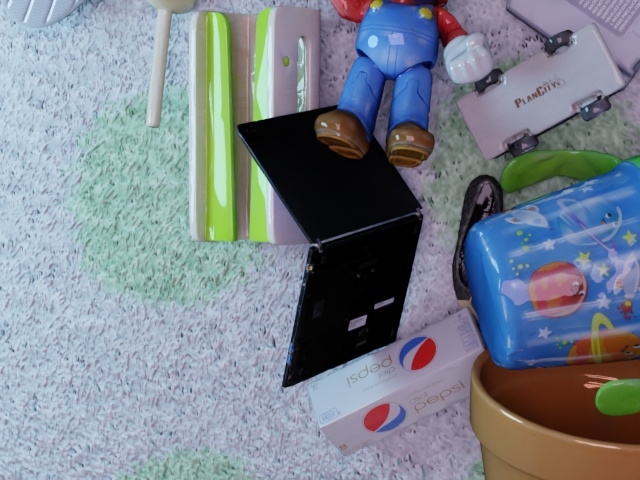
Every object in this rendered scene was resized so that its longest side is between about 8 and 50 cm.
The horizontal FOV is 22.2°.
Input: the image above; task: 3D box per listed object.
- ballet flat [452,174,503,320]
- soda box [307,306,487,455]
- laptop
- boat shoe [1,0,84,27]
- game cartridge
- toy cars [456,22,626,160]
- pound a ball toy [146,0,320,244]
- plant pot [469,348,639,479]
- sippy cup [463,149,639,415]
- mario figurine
[{"bbox_3d":[0.183,0.009,1.914,0.058,0.049,0.173,3,93,10],"label":"ballet flat"},{"bbox_3d":[0.099,0.167,1.912,0.216,0.074,0.069,-27,45,10],"label":"soda box"},{"bbox_3d":[0.000,0.000,1.852,0.137,0.234,0.264,23,112,29],"label":"laptop"},{"bbox_3d":[-0.283,-0.411,1.938,0.121,0.119,0.335,24,100,-18],"label":"boat shoe"},{"bbox_3d":[0.354,-0.344,1.869,0.196,0.060,0.294,37,98,2],"label":"game cartridge"},{"bbox_3d":[0.289,-0.261,1.813,0.176,0.087,0.393,26,108,21],"label":"toy cars"},{"bbox_3d":[-0.098,-0.158,1.928,0.208,0.136,0.319,2,93,34],"label":"pound a ball toy"},{"bbox_3d":[0.302,0.250,1.808,0.291,0.291,0.203,7,110,9],"label":"plant pot"},{"bbox_3d":[0.282,0.039,1.782,0.224,0.305,0.240,-12,105,-6],"label":"sippy cup"},{"bbox_3d":[0.081,-0.255,1.815,0.198,0.170,0.320,17,75,-26],"label":"mario figurine"}]
